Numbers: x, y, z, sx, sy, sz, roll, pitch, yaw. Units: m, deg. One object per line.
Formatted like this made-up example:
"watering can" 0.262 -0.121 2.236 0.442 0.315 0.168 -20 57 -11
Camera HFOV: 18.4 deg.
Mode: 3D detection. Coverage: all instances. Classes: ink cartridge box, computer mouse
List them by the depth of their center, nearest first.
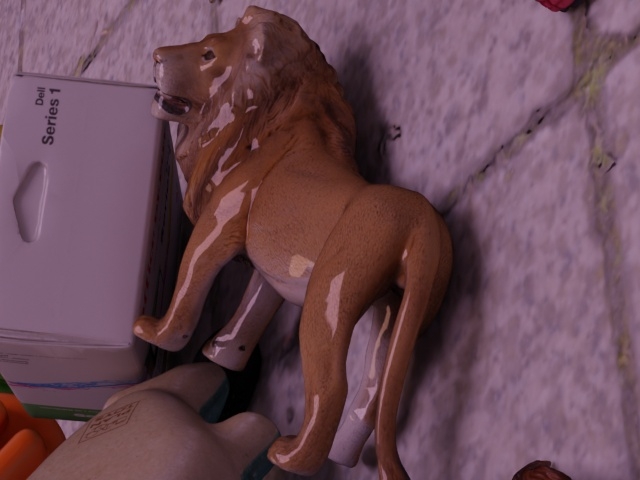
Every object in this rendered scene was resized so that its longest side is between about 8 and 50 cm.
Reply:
"computer mouse" -0.106 0.166 1.510 0.242 0.041 0.071 -67 28 21
"ink cartridge box" -0.176 0.015 1.513 0.278 0.117 0.201 92 -177 -73

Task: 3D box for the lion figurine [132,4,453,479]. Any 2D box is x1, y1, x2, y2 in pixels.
"lion figurine" 0.000 0.000 1.296 0.392 0.142 0.240 34 98 48

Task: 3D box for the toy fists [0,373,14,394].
"toy fists" -0.278 0.061 1.853 0.279 0.096 0.142 -61 31 28

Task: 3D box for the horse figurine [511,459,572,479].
"horse figurine" 0.117 0.223 0.995 0.174 0.066 0.263 135 138 -57

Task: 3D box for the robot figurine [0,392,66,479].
"robot figurine" -0.270 0.210 1.688 0.219 0.158 0.128 95 177 -66

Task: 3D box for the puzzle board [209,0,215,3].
"puzzle board" -0.081 -0.279 1.706 0.096 0.011 0.128 -58 30 36

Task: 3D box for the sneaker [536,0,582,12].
"sneaker" 0.108 -0.281 1.198 0.121 0.112 0.299 -50 36 44

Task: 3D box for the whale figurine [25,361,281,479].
"whale figurine" -0.114 0.185 1.341 0.216 0.141 0.272 -24 18 13

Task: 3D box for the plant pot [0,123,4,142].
"plant pot" -0.306 -0.064 1.969 0.134 0.095 0.134 -37 46 53
